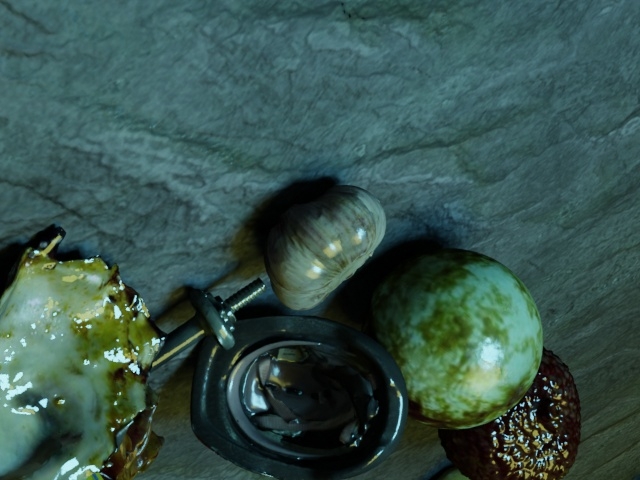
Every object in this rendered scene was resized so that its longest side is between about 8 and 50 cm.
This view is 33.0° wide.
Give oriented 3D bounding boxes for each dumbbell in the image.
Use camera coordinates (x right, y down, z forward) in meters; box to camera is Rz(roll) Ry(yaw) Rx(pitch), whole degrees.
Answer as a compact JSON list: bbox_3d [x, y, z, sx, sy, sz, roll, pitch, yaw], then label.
[{"bbox_3d":[-0.168,0.118,1.200,0.254,0.081,0.081,-34,149,-12],"label":"dumbbell"}]

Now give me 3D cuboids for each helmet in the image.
[{"bbox_3d":[-0.014,0.191,1.323,0.154,0.253,0.198,18,81,-68],"label":"helmet"}]

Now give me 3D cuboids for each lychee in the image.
[{"bbox_3d":[0.310,0.292,1.799,0.260,0.260,0.260,-28,148,-19],"label":"lychee"}]

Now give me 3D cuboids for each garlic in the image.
[{"bbox_3d":[0.000,0.000,1.209,0.147,0.102,0.159,-27,162,-46],"label":"garlic"}]

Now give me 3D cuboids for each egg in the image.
[{"bbox_3d":[0.171,0.134,1.441,0.238,0.238,0.289,-33,169,-10],"label":"egg"}]

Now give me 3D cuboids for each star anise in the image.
[{"bbox_3d":[-0.257,0.274,1.274,0.212,0.111,0.196,-49,-172,-23],"label":"star anise"}]

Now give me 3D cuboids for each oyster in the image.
[{"bbox_3d":[-0.282,0.168,1.017,0.221,0.096,0.361,49,54,-30],"label":"oyster"}]

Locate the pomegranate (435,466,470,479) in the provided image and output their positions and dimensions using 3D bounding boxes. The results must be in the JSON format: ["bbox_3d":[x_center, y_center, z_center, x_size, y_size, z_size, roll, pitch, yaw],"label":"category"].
[{"bbox_3d":[0.293,0.542,2.168,0.196,0.196,0.196,-28,148,-19],"label":"pomegranate"}]

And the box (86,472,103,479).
[{"bbox_3d":[-0.292,0.299,1.084,0.193,0.301,0.084,8,124,-50],"label":"box"}]
